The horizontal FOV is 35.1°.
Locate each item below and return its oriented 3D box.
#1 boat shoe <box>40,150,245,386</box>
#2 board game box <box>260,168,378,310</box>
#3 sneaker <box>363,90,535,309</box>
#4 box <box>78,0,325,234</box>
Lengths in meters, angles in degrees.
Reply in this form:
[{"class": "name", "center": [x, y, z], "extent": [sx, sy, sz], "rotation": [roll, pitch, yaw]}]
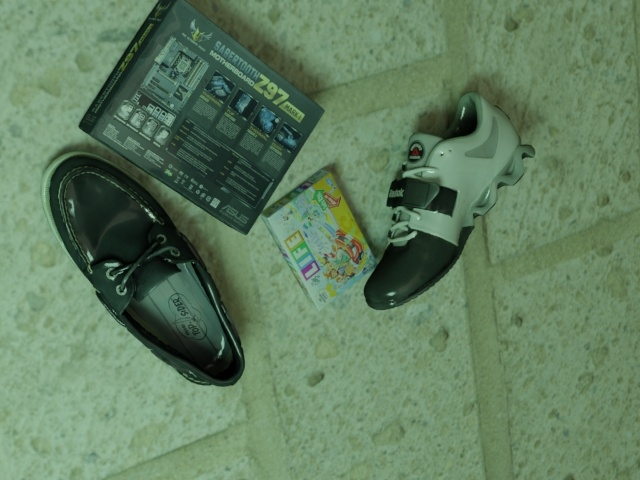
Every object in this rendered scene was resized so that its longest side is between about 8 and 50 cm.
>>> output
[{"class": "boat shoe", "center": [-0.191, 0.046, 1.159], "extent": [0.127, 0.113, 0.340], "rotation": [-35, 118, -17]}, {"class": "board game box", "center": [0.000, 0.000, 1.308], "extent": [0.103, 0.026, 0.154], "rotation": [-37, 119, -16]}, {"class": "sneaker", "center": [0.137, -0.060, 1.322], "extent": [0.146, 0.122, 0.330], "rotation": [49, 65, -24]}, {"class": "box", "center": [-0.133, -0.142, 1.172], "extent": [0.233, 0.059, 0.183], "rotation": [34, 86, -32]}]
